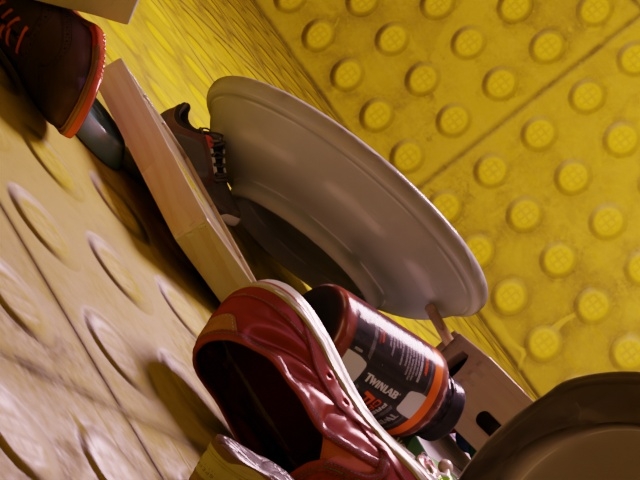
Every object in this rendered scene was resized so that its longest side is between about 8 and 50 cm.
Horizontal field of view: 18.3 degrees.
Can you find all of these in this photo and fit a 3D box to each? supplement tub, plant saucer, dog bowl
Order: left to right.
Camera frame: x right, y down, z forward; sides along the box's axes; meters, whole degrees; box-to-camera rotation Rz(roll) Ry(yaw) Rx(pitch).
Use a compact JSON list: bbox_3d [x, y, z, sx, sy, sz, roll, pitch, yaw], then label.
[{"bbox_3d":[-0.224,-0.121,1.921,0.119,0.021,0.119,51,6,-8],"label":"plant saucer"},{"bbox_3d":[0.005,-0.020,2.269,0.400,0.100,0.400,37,-13,10],"label":"plant saucer"},{"bbox_3d":[0.056,0.129,1.986,0.198,0.106,0.106,33,16,-32],"label":"supplement tub"},{"bbox_3d":[0.266,0.291,1.786,0.349,0.348,0.102,52,-7,2],"label":"dog bowl"}]

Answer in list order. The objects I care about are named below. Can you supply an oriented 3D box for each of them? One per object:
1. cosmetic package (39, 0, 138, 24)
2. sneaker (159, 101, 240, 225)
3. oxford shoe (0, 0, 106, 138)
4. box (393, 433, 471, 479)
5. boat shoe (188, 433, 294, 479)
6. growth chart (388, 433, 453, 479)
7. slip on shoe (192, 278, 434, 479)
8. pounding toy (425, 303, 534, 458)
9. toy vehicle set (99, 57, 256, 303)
[{"bbox_3d":[-0.242,-0.338,1.745,0.224,0.224,0.138,13,28,-28],"label":"cosmetic package"},{"bbox_3d":[-0.128,-0.088,2.194,0.158,0.065,0.061,53,7,13],"label":"sneaker"},{"bbox_3d":[-0.264,-0.182,1.798,0.098,0.097,0.271,18,24,-30],"label":"oxford shoe"},{"bbox_3d":[0.107,0.227,2.174,0.232,0.058,0.322,44,10,-49],"label":"box"},{"bbox_3d":[-0.048,0.183,1.434,0.135,0.045,0.050,40,6,-44],"label":"boat shoe"},{"bbox_3d":[0.065,0.223,1.889,0.237,0.021,0.172,40,24,-35],"label":"growth chart"},{"bbox_3d":[0.006,0.187,1.584,0.101,0.123,0.331,-31,87,-51],"label":"slip on shoe"},{"bbox_3d":[0.152,0.163,2.211,0.181,0.094,0.206,45,-1,-14],"label":"pounding toy"},{"bbox_3d":[-0.135,-0.044,1.945,0.166,0.035,0.267,58,1,-46],"label":"toy vehicle set"}]
